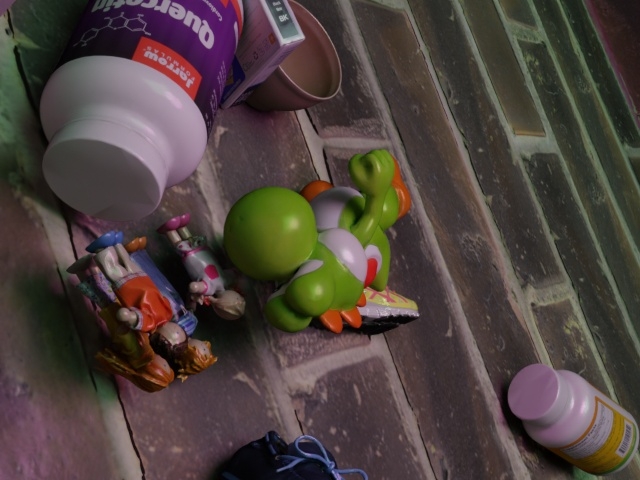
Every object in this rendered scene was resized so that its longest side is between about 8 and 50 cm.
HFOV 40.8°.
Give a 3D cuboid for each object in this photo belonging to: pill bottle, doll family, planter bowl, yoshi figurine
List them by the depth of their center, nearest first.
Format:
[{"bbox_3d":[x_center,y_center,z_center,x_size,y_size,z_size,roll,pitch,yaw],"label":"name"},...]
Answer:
[{"bbox_3d":[-0.177,0.077,0.927,0.163,0.118,0.263,57,18,2],"label":"doll family"},{"bbox_3d":[-0.200,-0.182,0.973,0.181,0.181,0.323,38,43,-31],"label":"pill bottle"},{"bbox_3d":[-0.008,-0.026,1.076,0.362,0.202,0.204,-55,158,-63],"label":"yoshi figurine"},{"bbox_3d":[-0.062,-0.254,1.249,0.162,0.109,0.162,29,47,-37],"label":"planter bowl"},{"bbox_3d":[0.436,0.308,1.498,0.245,0.136,0.136,34,45,-34],"label":"pill bottle"}]

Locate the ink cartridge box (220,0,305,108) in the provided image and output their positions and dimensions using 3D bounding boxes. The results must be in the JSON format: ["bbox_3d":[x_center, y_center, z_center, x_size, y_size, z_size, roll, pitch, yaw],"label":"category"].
[{"bbox_3d":[-0.121,-0.307,1.130,0.045,0.206,0.208,-25,88,-31],"label":"ink cartridge box"}]

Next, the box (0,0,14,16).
[{"bbox_3d":[-0.365,-0.226,0.676,0.232,0.322,0.059,11,57,-47],"label":"box"}]

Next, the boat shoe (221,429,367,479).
[{"bbox_3d":[-0.025,0.238,0.870,0.089,0.258,0.109,-49,117,-19],"label":"boat shoe"}]

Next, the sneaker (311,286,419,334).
[{"bbox_3d":[0.066,0.078,1.229,0.208,0.081,0.094,14,56,-46],"label":"sneaker"}]
